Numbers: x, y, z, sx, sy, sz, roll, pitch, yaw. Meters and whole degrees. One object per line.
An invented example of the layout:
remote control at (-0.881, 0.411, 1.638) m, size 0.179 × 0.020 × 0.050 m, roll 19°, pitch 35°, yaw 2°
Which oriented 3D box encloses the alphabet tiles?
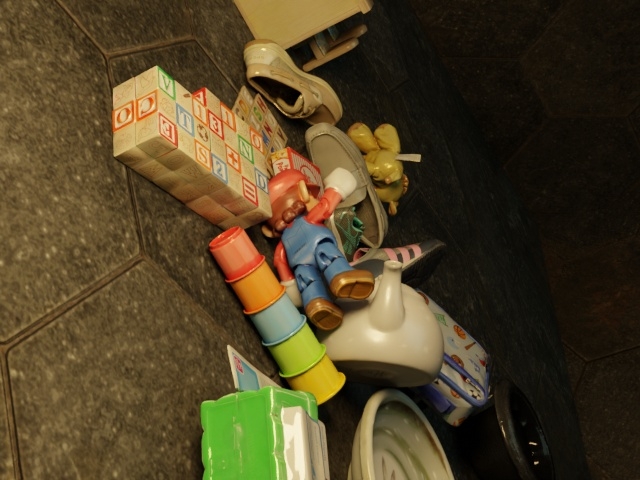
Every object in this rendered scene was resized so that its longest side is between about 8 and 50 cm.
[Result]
alphabet tiles at (-0.115, -0.190, 1.773) m, size 0.198 × 0.009 × 0.237 m, roll 56°, pitch 25°, yaw -26°

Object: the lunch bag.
lunch bag at (0.235, 0.244, 1.919) m, size 0.303 × 0.115 × 0.243 m, roll 40°, pitch 26°, yaw -5°

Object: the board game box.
board game box at (-0.033, -0.071, 1.786) m, size 0.146 × 0.045 × 0.194 m, roll 26°, pitch 48°, yaw -63°

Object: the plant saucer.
plant saucer at (0.141, 0.472, 1.622) m, size 0.400 × 0.100 × 0.401 m, roll 48°, pitch 30°, yaw -39°

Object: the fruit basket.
fruit basket at (-0.031, 0.351, 1.260) m, size 0.353 × 0.165 × 0.327 m, roll 45°, pitch 31°, yaw -50°

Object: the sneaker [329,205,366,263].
sneaker at (0.063, -0.010, 1.900) m, size 0.166 × 0.076 × 0.065 m, roll 63°, pitch 15°, yaw -46°

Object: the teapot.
teapot at (0.110, 0.154, 1.635) m, size 0.252 × 0.256 × 0.187 m, roll 26°, pitch 62°, yaw -40°

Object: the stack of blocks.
stack of blocks at (-0.200, -0.151, 1.435) m, size 0.297 × 0.087 × 0.171 m, roll 37°, pitch 37°, yaw -52°

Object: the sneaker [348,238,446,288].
sneaker at (0.148, 0.044, 1.907) m, size 0.131 × 0.112 × 0.319 m, roll 33°, pitch 31°, yaw 25°

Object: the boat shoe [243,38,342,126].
boat shoe at (-0.057, -0.303, 1.893) m, size 0.302 × 0.109 × 0.098 m, roll 36°, pitch 47°, yaw -49°

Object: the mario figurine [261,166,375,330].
mario figurine at (0.000, 0.000, 1.598) m, size 0.170 × 0.198 × 0.321 m, roll 74°, pitch -8°, yaw -53°

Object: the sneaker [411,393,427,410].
sneaker at (0.245, 0.317, 2.049) m, size 0.086 × 0.085 × 0.237 m, roll 45°, pitch 24°, yaw 6°

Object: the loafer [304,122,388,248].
loafer at (0.064, -0.117, 1.979) m, size 0.319 × 0.112 × 0.111 m, roll 55°, pitch 17°, yaw -31°

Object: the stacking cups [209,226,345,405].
stacking cups at (-0.079, 0.124, 1.478) m, size 0.316 × 0.096 × 0.096 m, roll 58°, pitch 24°, yaw -12°

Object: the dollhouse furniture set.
dollhouse furniture set at (-0.011, -0.595, 2.060) m, size 0.362 × 0.256 × 0.394 m, roll 60°, pitch 23°, yaw -20°

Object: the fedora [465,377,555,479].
fedora at (0.459, 0.512, 2.241) m, size 0.334 × 0.152 × 0.334 m, roll 49°, pitch 29°, yaw -39°

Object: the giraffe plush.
giraffe plush at (0.142, -0.160, 2.152) m, size 0.181 × 0.210 × 0.170 m, roll -57°, pitch 155°, yaw -28°
